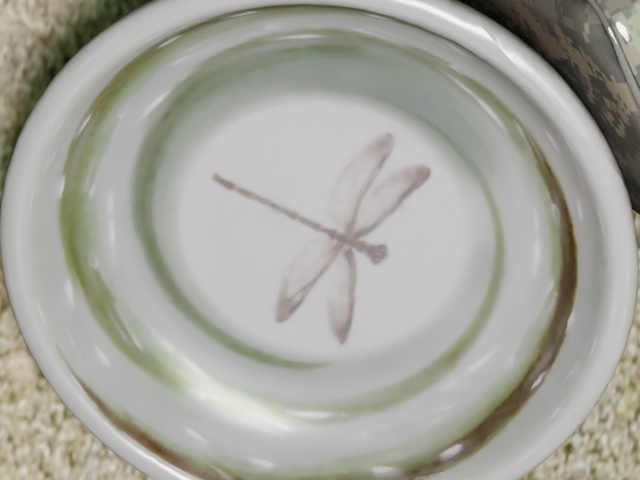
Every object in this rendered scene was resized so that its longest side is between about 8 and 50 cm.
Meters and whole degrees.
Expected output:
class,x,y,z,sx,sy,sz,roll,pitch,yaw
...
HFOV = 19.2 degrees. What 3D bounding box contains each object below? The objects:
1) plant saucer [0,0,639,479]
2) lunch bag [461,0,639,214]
class,x,y,z,sx,sy,sz,roll,pitch,yaw
plant saucer,0.000,0.000,1.215,0.400,0.100,0.400,3,119,5
lunch bag,0.254,-0.158,1.178,0.256,0.305,0.212,-34,111,-4
